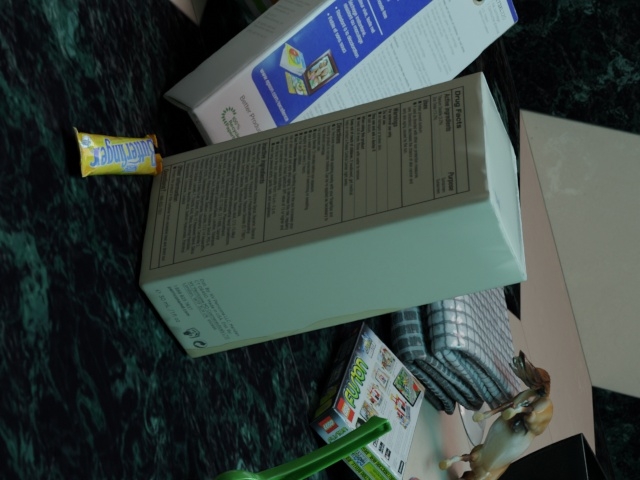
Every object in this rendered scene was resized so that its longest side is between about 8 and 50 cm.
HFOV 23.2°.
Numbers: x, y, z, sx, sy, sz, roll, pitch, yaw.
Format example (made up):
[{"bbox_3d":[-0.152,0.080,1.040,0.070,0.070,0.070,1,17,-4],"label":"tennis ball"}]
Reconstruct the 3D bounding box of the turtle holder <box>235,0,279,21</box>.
[{"bbox_3d":[-0.020,-0.373,1.651,0.227,0.243,0.320,22,64,-50],"label":"turtle holder"}]

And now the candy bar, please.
[{"bbox_3d":[-0.170,-0.072,1.304,0.161,0.018,0.040,-6,84,-73],"label":"candy bar"}]

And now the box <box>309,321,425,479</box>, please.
[{"bbox_3d":[0.056,0.184,1.738,0.114,0.036,0.207,47,24,-10],"label":"box"}]

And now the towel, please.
[{"bbox_3d":[0.169,0.096,2.117,0.284,0.121,0.235,45,33,-57],"label":"towel"}]

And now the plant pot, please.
[{"bbox_3d":[0.343,0.422,2.337,0.188,0.166,0.188,56,25,-51],"label":"plant pot"}]

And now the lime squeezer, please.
[{"bbox_3d":[-0.067,0.251,1.263,0.310,0.110,0.059,-50,150,-32],"label":"lime squeezer"}]

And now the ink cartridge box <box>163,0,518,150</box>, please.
[{"bbox_3d":[0.029,-0.181,1.541,0.069,0.371,0.176,32,-23,47],"label":"ink cartridge box"}]

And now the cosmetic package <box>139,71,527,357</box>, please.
[{"bbox_3d":[0.011,-0.020,1.341,0.113,0.309,0.160,62,23,-43],"label":"cosmetic package"}]

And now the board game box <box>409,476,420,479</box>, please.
[{"bbox_3d":[0.147,0.378,1.962,0.133,0.033,0.169,18,59,-71],"label":"board game box"}]

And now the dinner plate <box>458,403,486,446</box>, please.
[{"bbox_3d":[0.231,0.243,2.373,0.141,0.017,0.141,-12,90,-73],"label":"dinner plate"}]

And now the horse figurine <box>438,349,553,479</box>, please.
[{"bbox_3d":[0.239,0.260,2.081,0.066,0.263,0.174,44,27,26],"label":"horse figurine"}]
